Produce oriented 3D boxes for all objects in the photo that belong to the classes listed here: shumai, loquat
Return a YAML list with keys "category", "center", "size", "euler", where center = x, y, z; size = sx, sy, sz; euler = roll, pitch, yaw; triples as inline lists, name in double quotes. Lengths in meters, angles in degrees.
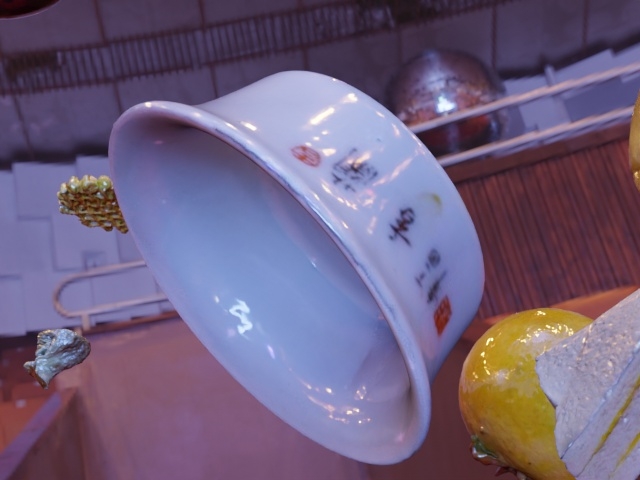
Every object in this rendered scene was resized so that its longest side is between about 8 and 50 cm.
- category: "shumai"
  center: [-0.365, 0.168, 1.393]
  size: [0.082, 0.080, 0.083]
  euler: [18, -27, -22]
- category: "loquat"
  center: [0.327, 0.232, 1.439]
  size: [0.275, 0.275, 0.275]
  euler: [-11, -25, -5]

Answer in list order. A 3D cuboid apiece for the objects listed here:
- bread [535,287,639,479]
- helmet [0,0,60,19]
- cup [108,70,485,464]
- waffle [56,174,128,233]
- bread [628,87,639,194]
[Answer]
- category: "bread"
  center: [0.240, 0.100, 0.731]
  size: [0.152, 0.105, 0.077]
  euler: [-40, -60, 23]
- category: "helmet"
  center: [-0.402, -0.380, 1.283]
  size: [0.193, 0.216, 0.189]
  euler: [6, -59, 21]
- category: "cup"
  center: [0.000, 0.000, 0.825]
  size: [0.163, 0.347, 0.347]
  euler: [-40, -13, -28]
- category: "waffle"
  center: [-0.367, -0.062, 1.736]
  size: [0.191, 0.038, 0.191]
  euler: [3, -24, 1]
- category: "bread"
  center: [0.409, -0.166, 1.026]
  size: [0.167, 0.294, 0.132]
  euler: [3, 3, -42]
